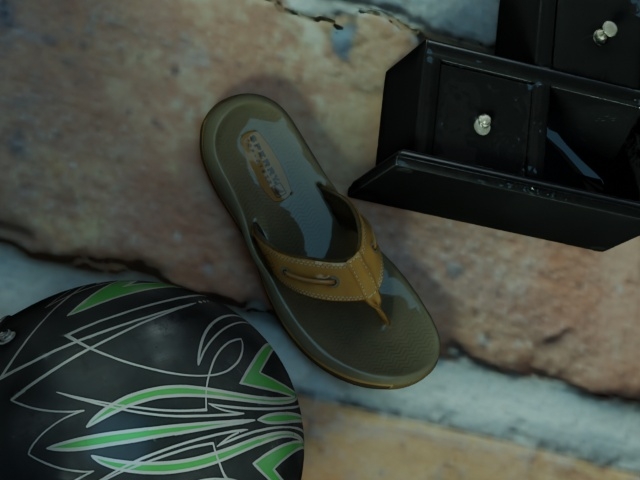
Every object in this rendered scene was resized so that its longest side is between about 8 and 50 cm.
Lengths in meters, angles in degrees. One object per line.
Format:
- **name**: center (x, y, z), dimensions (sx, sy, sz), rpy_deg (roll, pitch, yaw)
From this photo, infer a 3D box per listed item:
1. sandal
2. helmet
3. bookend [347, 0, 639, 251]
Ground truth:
- **sandal**: center (0.000, 0.000, 0.976), dimensions (0.072, 0.049, 0.180), rpy_deg (-32, 90, -24)
- **helmet**: center (-0.090, 0.095, 0.859), dimensions (0.169, 0.161, 0.169), rpy_deg (5, 76, -19)
- **bookend**: center (0.108, -0.089, 1.024), dimensions (0.156, 0.072, 0.157), rpy_deg (12, 73, -17)
